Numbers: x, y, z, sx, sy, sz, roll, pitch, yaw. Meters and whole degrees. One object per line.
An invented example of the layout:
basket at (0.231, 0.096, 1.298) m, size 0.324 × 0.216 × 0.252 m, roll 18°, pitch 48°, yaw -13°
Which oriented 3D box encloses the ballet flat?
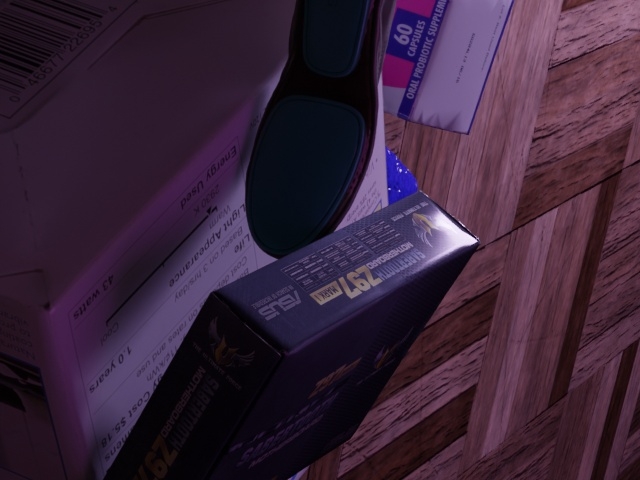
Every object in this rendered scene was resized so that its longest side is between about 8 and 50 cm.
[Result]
ballet flat at (0.010, -0.092, 1.095) m, size 0.068 × 0.072 × 0.213 m, roll -23°, pitch 128°, yaw -69°

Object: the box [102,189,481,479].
box at (-0.018, 0.078, 1.103) m, size 0.232 × 0.059 × 0.183 m, roll -27°, pitch 152°, yaw -55°

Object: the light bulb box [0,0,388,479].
light bulb box at (-0.132, 0.026, 1.236) m, size 0.358 × 0.225 × 0.361 m, roll -49°, pitch 149°, yaw -37°

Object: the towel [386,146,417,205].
towel at (0.000, 0.000, 1.630) m, size 0.227 × 0.076 × 0.308 m, roll -67°, pitch 156°, yaw -6°

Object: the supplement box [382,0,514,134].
supplement box at (0.012, -0.167, 1.374) m, size 0.114 × 0.220 × 0.111 m, roll 6°, pitch 103°, yaw -62°
